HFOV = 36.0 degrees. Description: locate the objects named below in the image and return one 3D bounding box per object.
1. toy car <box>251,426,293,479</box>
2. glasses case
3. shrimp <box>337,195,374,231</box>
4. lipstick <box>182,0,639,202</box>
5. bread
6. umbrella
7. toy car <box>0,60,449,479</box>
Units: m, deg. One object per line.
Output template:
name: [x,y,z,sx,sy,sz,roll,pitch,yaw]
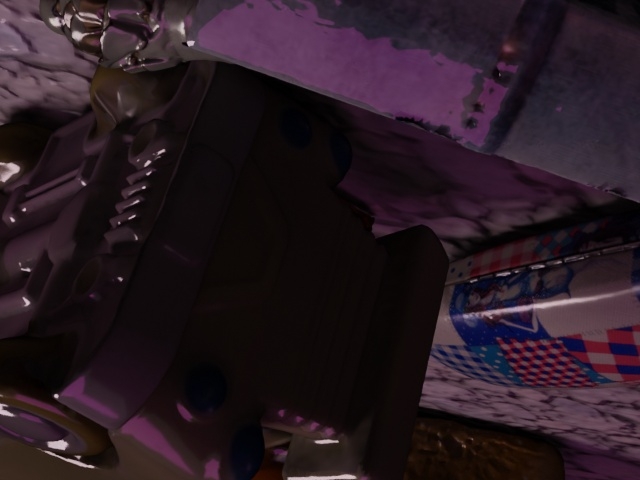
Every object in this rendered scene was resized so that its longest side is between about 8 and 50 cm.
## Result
toy car: [-0.076,0.155,0.947,0.235,0.145,0.235,2,142,1]
glasses case: [0.186,0.039,0.601,0.125,0.076,0.327,33,149,-29]
shrimp: [0.000,0.000,0.688,0.091,0.025,0.127,1,148,25]
lipstick: [0.096,-0.072,0.406,0.290,0.077,0.076,19,118,-9]
bread: [0.120,0.289,1.034,0.246,0.176,0.195,11,152,10]
umbrella: [-0.070,-0.110,0.473,0.144,0.062,0.067,6,-176,18]
toy car: [-0.118,0.051,0.611,0.226,0.242,0.336,35,146,-30]
